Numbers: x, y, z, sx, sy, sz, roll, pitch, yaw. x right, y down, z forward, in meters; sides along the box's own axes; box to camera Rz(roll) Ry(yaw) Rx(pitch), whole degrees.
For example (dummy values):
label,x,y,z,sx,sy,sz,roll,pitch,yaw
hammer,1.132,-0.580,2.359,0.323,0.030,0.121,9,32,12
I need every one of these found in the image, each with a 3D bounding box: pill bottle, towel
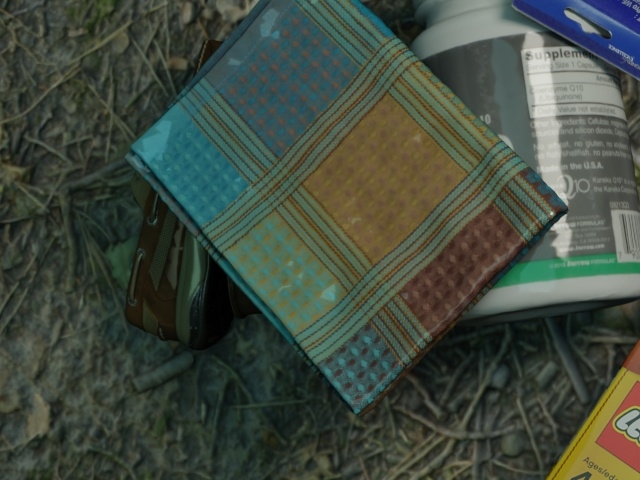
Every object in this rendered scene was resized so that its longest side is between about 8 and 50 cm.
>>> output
label,x,y,z,sx,sy,sz,roll,pitch,yaw
pill bottle,0.191,-0.108,1.352,0.204,0.204,0.361,-9,81,13
towel,0.009,-0.059,1.292,0.271,0.040,0.370,-47,64,8

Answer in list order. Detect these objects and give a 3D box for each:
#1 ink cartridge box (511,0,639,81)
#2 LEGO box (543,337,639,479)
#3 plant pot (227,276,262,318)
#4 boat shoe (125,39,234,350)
label,x,y,z,sx,sy,sz,roll,pitch,yaw
ink cartridge box,0.290,-0.321,1.318,0.165,0.065,0.333,25,62,-18
LEGO box,0.413,0.357,1.250,0.500,0.193,0.372,34,93,15
plant pot,0.000,0.000,1.421,0.165,0.167,0.167,2,85,7
boat shoe,-0.143,-0.051,1.478,0.119,0.122,0.324,7,85,18
